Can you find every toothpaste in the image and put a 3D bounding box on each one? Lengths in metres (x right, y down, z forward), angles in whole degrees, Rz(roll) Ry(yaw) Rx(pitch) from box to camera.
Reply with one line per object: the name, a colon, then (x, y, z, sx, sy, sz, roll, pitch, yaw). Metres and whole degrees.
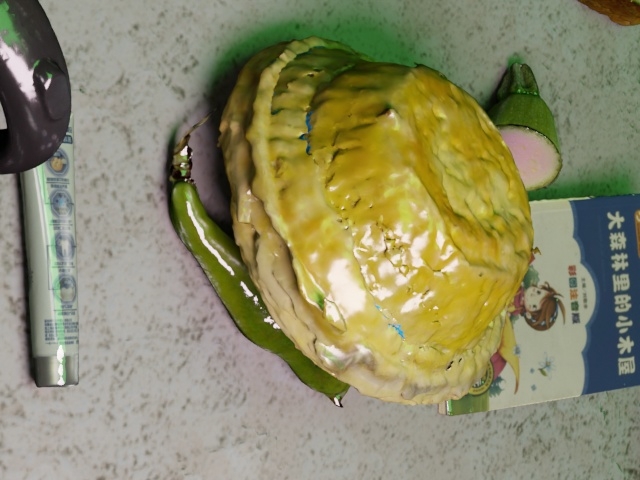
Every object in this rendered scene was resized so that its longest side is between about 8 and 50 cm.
toothpaste: (-0.226, 0.004, 1.252, 0.062, 0.039, 0.239, -1, 88, -47)

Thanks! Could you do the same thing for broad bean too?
broad bean: (-0.053, 0.037, 1.396, 0.098, 0.056, 0.318, -37, 114, -20)

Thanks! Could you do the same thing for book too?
book: (0.260, 0.066, 1.674, 0.322, 0.018, 0.228, -6, 93, -31)

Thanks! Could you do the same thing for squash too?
squash: (0.224, -0.132, 1.657, 0.105, 0.105, 0.132, 48, 40, -31)

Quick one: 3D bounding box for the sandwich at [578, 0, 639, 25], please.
sandwich: (0.363, -0.381, 1.797, 0.186, 0.065, 0.215, 21, 74, -41)

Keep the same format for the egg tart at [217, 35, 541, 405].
egg tart: (0.077, -0.032, 1.400, 0.388, 0.169, 0.388, 29, 48, -38)

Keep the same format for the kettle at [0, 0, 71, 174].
kettle: (-0.288, -0.160, 1.029, 0.207, 0.290, 0.268, -48, 121, -34)
